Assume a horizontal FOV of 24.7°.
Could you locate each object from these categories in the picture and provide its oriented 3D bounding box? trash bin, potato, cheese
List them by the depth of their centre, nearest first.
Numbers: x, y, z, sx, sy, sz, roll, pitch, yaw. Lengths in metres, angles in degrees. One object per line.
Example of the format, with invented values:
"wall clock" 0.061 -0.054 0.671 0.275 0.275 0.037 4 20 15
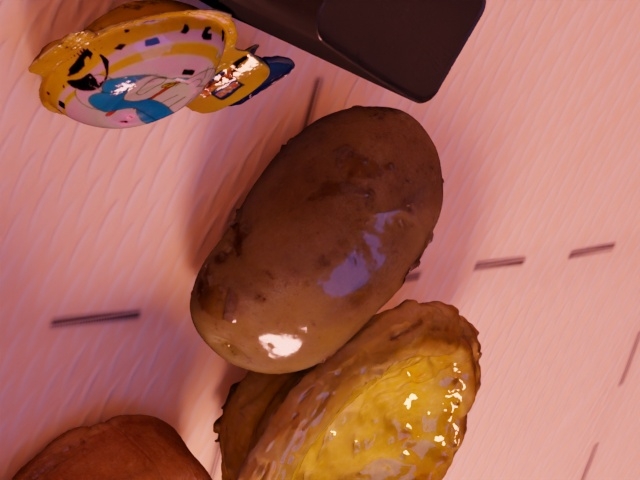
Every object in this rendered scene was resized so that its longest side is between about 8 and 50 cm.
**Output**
"trash bin" -0.016 -0.199 1.031 0.165 0.225 0.115 25 96 -51
"cheese" -0.109 -0.127 1.093 0.156 0.064 0.250 -30 165 31
"potato" 0.000 0.000 1.244 0.262 0.165 0.165 -50 142 3

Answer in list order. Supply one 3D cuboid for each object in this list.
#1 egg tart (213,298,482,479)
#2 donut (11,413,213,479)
"egg tart" 0.014 0.188 1.406 0.345 0.132 0.345 -31 137 -34
"donut" -0.189 0.261 1.268 0.226 0.114 0.226 -25 131 -32
